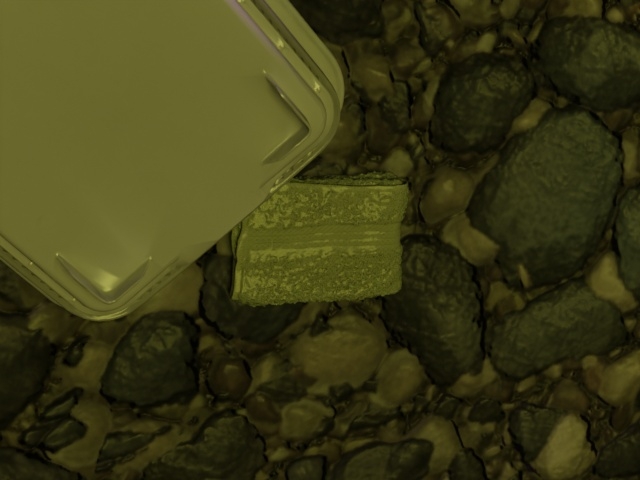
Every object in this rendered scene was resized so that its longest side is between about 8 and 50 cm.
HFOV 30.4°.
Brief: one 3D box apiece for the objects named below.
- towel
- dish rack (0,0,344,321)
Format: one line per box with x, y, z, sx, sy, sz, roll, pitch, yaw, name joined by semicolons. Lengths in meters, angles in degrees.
0.000;0.000;0.941;0.148;0.027;0.110;-2;106;-19;towel
-0.156;-0.103;0.787;0.285;0.072;0.333;-41;124;5;dish rack
